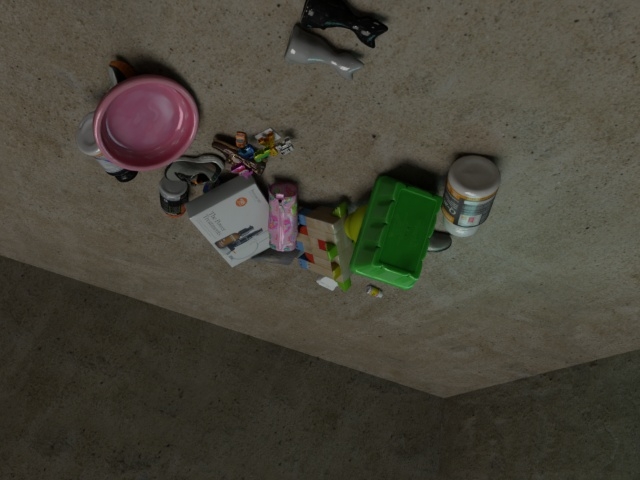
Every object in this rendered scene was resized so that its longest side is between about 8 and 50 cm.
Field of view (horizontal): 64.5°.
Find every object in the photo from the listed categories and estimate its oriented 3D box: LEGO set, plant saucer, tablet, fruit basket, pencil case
[{"bbox_3d":[-0.190,-0.295,1.735,0.227,0.087,0.093,-25,148,14],"label":"LEGO set"},{"bbox_3d":[-0.558,-0.380,1.619,0.084,0.332,0.332,49,171,35],"label":"plant saucer"},{"bbox_3d":[-0.181,-0.354,1.738,0.083,0.006,0.054,-15,140,41],"label":"tablet"},{"bbox_3d":[0.241,-0.033,1.810,0.283,0.392,0.392,18,150,-7],"label":"fruit basket"},{"bbox_3d":[-0.147,-0.091,1.977,0.124,0.124,0.284,10,129,7],"label":"pencil case"}]

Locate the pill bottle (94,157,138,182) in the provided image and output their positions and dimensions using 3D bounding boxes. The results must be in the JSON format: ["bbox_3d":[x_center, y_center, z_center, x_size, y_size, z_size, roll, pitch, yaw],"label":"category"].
[{"bbox_3d":[-0.786,-0.323,1.926,0.123,0.122,0.219,5,150,15],"label":"pill bottle"}]

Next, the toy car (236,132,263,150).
[{"bbox_3d":[-0.241,-0.331,1.768,0.122,0.040,0.060,19,150,-10],"label":"toy car"}]

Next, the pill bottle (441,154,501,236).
[{"bbox_3d":[0.487,-0.137,1.678,0.162,0.162,0.278,8,150,10],"label":"pill bottle"}]

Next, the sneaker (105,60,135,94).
[{"bbox_3d":[-0.657,-0.474,1.644,0.121,0.099,0.262,16,150,5],"label":"sneaker"}]

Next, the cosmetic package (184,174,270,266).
[{"bbox_3d":[-0.325,-0.077,2.052,0.284,0.097,0.377,-30,143,0],"label":"cosmetic package"}]

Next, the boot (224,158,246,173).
[{"bbox_3d":[-0.301,-0.277,1.895,0.119,0.042,0.087,10,158,2],"label":"boot"}]

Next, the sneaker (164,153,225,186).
[{"bbox_3d":[-0.495,-0.258,1.936,0.272,0.108,0.100,-3,149,29],"label":"sneaker"}]

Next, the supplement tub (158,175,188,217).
[{"bbox_3d":[-0.607,-0.180,2.106,0.117,0.117,0.190,17,150,-6],"label":"supplement tub"}]

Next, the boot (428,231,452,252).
[{"bbox_3d":[0.394,-0.036,1.981,0.247,0.083,0.161,6,144,10],"label":"boot"}]

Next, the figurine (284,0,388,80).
[{"bbox_3d":[0.036,-0.512,1.301,0.210,0.092,0.215,17,152,-15],"label":"figurine"}]

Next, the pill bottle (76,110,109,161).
[{"bbox_3d":[-0.691,-0.336,1.774,0.152,0.152,0.272,-1,173,24],"label":"pill bottle"}]

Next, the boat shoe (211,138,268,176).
[{"bbox_3d":[-0.293,-0.293,1.804,0.207,0.073,0.073,23,-177,-12],"label":"boat shoe"}]

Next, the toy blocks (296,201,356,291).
[{"bbox_3d":[0.000,0.000,2.079,0.261,0.191,0.381,19,134,36],"label":"toy blocks"}]

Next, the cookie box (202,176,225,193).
[{"bbox_3d":[-0.413,-0.200,2.016,0.040,0.091,0.107,-5,146,26],"label":"cookie box"}]

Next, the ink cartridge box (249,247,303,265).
[{"bbox_3d":[-0.188,0.064,2.251,0.189,0.232,0.066,6,122,13],"label":"ink cartridge box"}]

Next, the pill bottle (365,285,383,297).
[{"bbox_3d":[0.275,0.261,2.577,0.083,0.043,0.043,24,149,-19],"label":"pill bottle"}]

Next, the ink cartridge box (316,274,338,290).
[{"bbox_3d":[0.049,0.153,2.382,0.092,0.143,0.090,25,149,-20],"label":"ink cartridge box"}]
